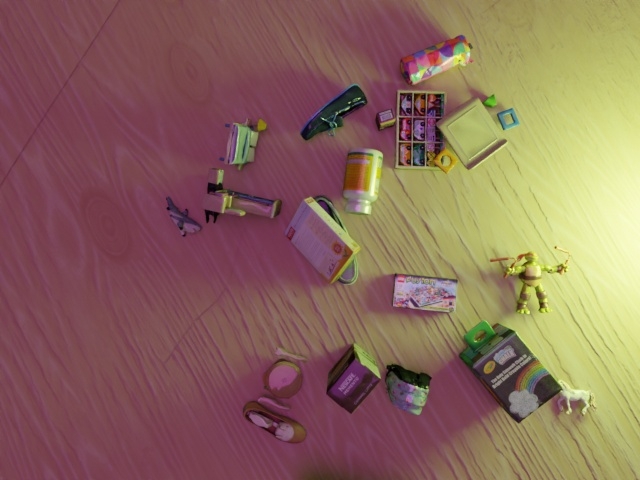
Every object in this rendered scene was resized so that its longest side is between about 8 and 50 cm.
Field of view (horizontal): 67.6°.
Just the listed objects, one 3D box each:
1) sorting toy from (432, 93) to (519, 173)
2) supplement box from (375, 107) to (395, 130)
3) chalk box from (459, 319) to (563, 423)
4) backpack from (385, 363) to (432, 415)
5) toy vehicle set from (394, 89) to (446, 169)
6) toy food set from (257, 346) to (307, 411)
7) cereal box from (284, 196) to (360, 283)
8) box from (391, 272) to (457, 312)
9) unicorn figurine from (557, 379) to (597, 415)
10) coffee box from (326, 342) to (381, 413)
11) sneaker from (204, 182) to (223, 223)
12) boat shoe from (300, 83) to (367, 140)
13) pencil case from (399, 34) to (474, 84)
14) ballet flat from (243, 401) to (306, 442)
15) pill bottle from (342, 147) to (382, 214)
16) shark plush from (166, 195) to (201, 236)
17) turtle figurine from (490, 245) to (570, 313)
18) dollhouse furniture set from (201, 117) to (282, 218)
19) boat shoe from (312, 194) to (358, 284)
[{"bbox_3d":[0.499,-0.353,1.596,0.348,0.047,0.196,-36,90,-12],"label":"sorting toy"},{"bbox_3d":[0.217,-0.405,1.604,0.055,0.083,0.043,-17,87,2],"label":"supplement box"},{"bbox_3d":[0.573,0.387,1.518,0.180,0.179,0.289,-39,86,1],"label":"chalk box"},{"bbox_3d":[0.282,0.474,1.522,0.152,0.182,0.115,12,89,2],"label":"backpack"},{"bbox_3d":[0.339,-0.373,1.622,0.166,0.035,0.266,1,88,2],"label":"toy vehicle set"},{"bbox_3d":[-0.127,0.468,1.617,0.132,0.038,0.192,20,84,-4],"label":"toy food set"},{"bbox_3d":[0.000,0.000,1.546,0.240,0.047,0.173,48,133,15],"label":"cereal box"},{"bbox_3d":[0.348,0.175,1.602,0.207,0.036,0.114,5,88,3],"label":"box"},{"bbox_3d":[0.822,0.513,1.567,0.162,0.060,0.111,4,88,-14],"label":"unicorn figurine"},{"bbox_3d":[0.101,0.423,1.499,0.098,0.246,0.141,39,90,3],"label":"coffee box"},{"bbox_3d":[-0.365,-0.139,1.616,0.051,0.089,0.170,-1,88,2],"label":"sneaker"},{"bbox_3d":[0.049,-0.418,1.602,0.258,0.109,0.089,-40,90,3],"label":"boat shoe"},{"bbox_3d":[0.386,-0.601,1.599,0.236,0.104,0.104,-20,87,3],"label":"pencil case"},{"bbox_3d":[-0.157,0.618,1.589,0.232,0.073,0.080,25,90,3],"label":"ballet flat"},{"bbox_3d":[0.136,-0.192,1.584,0.118,0.117,0.208,7,88,3],"label":"pill bottle"},{"bbox_3d":[-0.482,-0.083,1.653,0.067,0.073,0.161,-35,65,-18],"label":"shark plush"},{"bbox_3d":[0.680,0.127,1.566,0.270,0.087,0.217,-4,95,-6],"label":"turtle figurine"},{"bbox_3d":[-0.216,-0.239,1.515,0.198,0.286,0.303,12,100,3],"label":"dollhouse furniture set"},{"bbox_3d":[0.040,0.000,1.589,0.116,0.099,0.319,-20,88,0],"label":"boat shoe"}]
